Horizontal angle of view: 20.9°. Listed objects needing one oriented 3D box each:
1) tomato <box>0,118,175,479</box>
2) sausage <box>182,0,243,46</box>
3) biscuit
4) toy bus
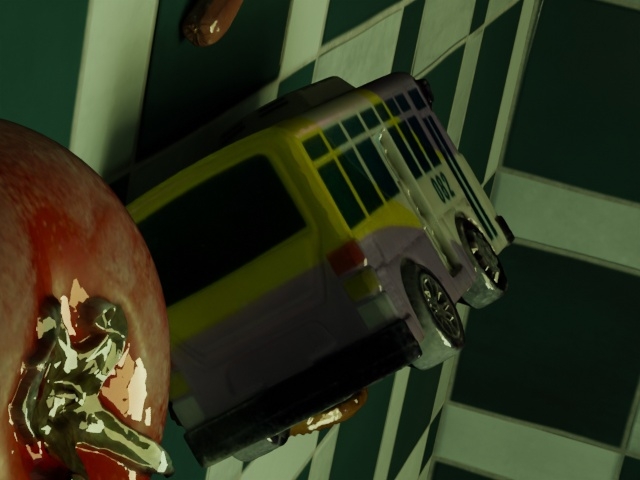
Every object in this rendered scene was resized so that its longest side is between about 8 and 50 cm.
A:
[{"bbox_3d":[-0.197,0.075,0.795,0.270,0.227,0.270,-3,90,-69],"label":"tomato"},{"bbox_3d":[-0.073,-0.214,1.423,0.030,0.035,0.147,59,44,-41],"label":"sausage"},{"bbox_3d":[-0.048,0.147,1.613,0.188,0.188,0.027,-42,131,-67],"label":"biscuit"},{"bbox_3d":[0.000,0.000,1.479,0.249,0.209,0.440,60,20,-2],"label":"toy bus"}]
